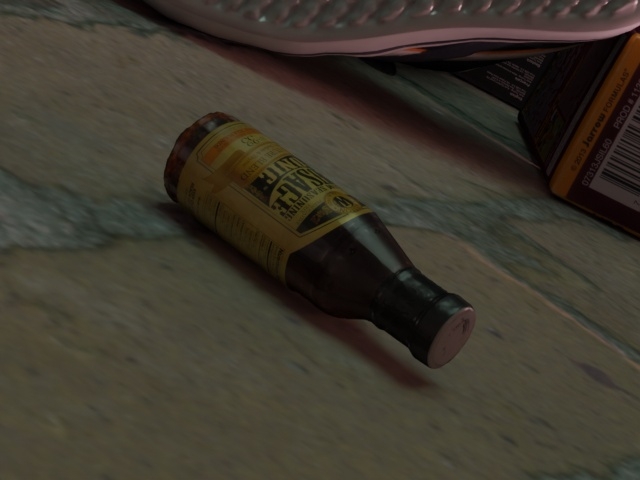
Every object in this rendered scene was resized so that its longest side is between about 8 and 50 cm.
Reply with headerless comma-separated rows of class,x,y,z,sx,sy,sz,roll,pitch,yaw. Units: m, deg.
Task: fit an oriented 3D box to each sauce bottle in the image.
sauce bottle,0.000,0.000,0.651,0.128,0.042,0.042,34,17,26

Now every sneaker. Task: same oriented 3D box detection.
sneaker,0.027,-0.156,1.021,0.321,0.126,0.127,7,-2,-8

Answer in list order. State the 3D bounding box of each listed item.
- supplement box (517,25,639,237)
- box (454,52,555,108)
supplement box,0.186,-0.080,1.108,0.080,0.104,0.188,26,15,-7
box,0.151,-0.145,1.346,0.270,0.060,0.216,28,16,3
